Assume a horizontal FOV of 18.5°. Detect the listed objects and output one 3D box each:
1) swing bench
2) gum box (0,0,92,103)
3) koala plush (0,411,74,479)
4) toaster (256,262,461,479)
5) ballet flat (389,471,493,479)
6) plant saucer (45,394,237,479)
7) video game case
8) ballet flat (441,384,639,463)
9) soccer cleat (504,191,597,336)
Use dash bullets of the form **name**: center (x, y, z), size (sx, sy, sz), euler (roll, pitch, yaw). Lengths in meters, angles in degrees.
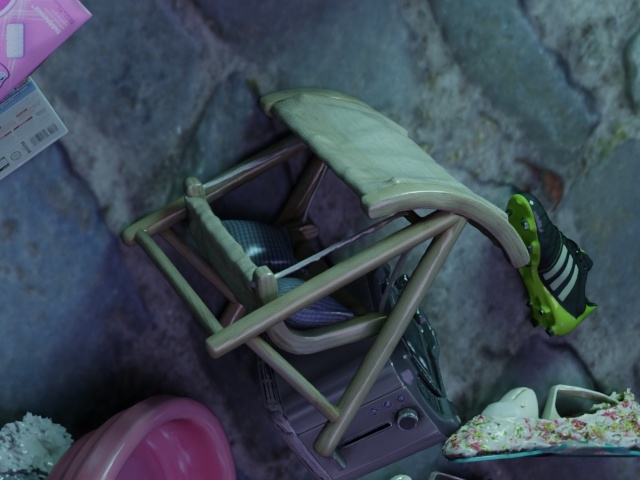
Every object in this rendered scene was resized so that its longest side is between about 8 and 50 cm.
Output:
- **swing bench**: center (0.000, 0.000, 1.695), size (0.254, 0.253, 0.165), euler (-45, 123, 0)
- **gum box**: center (-0.281, -0.209, 1.576), size (0.107, 0.062, 0.188), euler (-43, 118, -1)
- **koala plush**: center (-0.319, 0.247, 1.735), size (0.221, 0.203, 0.196), euler (-14, 130, -42)
- **toaster**: center (0.029, 0.118, 1.803), size (0.146, 0.227, 0.129), euler (-29, 122, 11)
- **ballet flat**: center (0.099, 0.265, 1.984), size (0.188, 0.070, 0.070), euler (3, 112, -27)
- **plant saucer**: center (-0.180, 0.298, 1.766), size (0.332, 0.084, 0.332), euler (10, 90, -68)
- **video game case**: center (-0.280, -0.113, 1.660), size (0.087, 0.011, 0.122), euler (-36, 123, -5)
- **ballet flat**: center (0.226, 0.186, 1.997), size (0.241, 0.091, 0.077), euler (1, 82, -29)
- **soccer cleat**: center (0.226, 0.015, 1.925), size (0.072, 0.060, 0.179), euler (-34, 129, -18)
